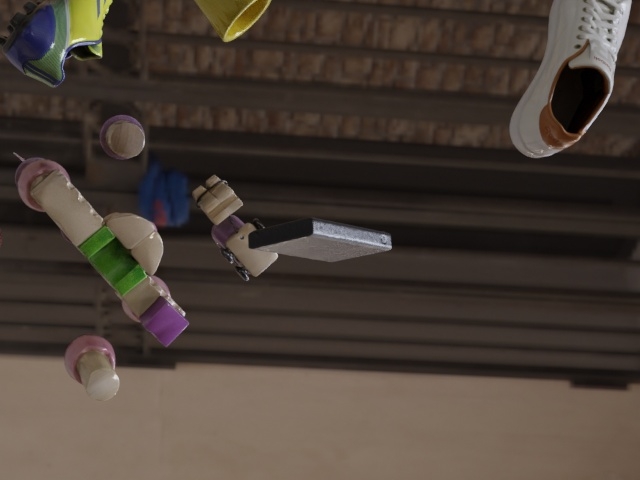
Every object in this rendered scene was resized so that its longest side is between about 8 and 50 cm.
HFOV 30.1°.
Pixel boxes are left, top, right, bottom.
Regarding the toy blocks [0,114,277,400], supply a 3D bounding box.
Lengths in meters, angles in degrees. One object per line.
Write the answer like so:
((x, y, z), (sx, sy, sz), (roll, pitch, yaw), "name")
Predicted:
((-0.274, -0.004, 1.532), (0.288, 0.309, 0.260), (51, -8, -19), "toy blocks")

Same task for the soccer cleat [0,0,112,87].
((-0.345, -0.311, 1.683), (0.093, 0.121, 0.289), (-37, -164, 39), "soccer cleat")

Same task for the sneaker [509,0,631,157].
((0.342, -0.238, 1.485), (0.290, 0.106, 0.123), (-68, -162, -10), "sneaker")

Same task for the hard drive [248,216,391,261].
((0.000, 0.000, 1.307), (0.094, 0.135, 0.022), (-12, -105, 40), "hard drive")

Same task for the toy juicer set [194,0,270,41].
((-0.001, -0.324, 1.107), (0.209, 0.089, 0.329), (-42, 174, -27), "toy juicer set")
